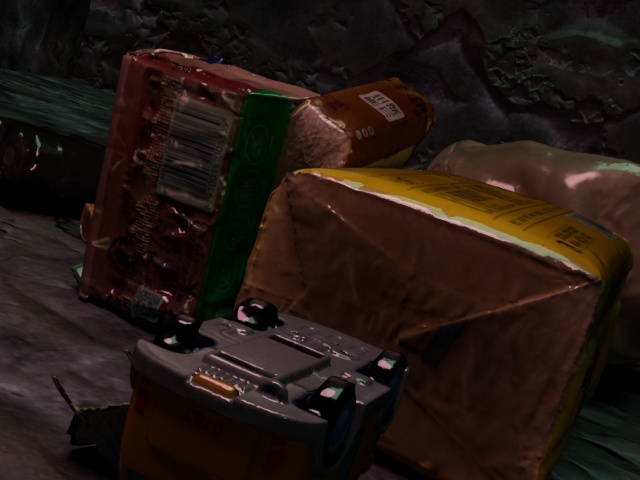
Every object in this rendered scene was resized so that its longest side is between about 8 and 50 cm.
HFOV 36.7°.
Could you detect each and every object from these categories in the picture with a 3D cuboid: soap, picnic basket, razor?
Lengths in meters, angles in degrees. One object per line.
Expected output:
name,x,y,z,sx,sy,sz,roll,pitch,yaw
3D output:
soap,-0.134,-0.045,0.960,0.218,0.273,0.098,22,17,28
picnic basket,-0.138,0.115,0.651,0.065,0.083,0.083,-14,73,-45
razor,-0.326,-0.096,1.411,0.327,0.107,0.189,9,12,-43

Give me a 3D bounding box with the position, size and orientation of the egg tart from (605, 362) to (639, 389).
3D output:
egg tart,0.436,0.175,1.333,0.129,0.049,0.129,10,12,-2

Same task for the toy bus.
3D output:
toy bus,-0.034,0.121,0.603,0.126,0.136,0.209,20,10,19

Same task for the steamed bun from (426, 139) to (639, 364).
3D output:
steamed bun,0.290,0.035,1.243,0.367,0.255,0.342,10,-16,48

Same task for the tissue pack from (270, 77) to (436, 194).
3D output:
tissue pack,0.018,-0.080,1.058,0.092,0.183,0.226,42,30,15

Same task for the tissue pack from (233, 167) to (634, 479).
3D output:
tissue pack,0.130,0.063,0.930,0.293,0.228,0.382,22,10,19

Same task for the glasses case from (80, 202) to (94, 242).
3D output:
glasses case,-0.227,-0.005,1.273,0.170,0.041,0.064,10,23,-33
